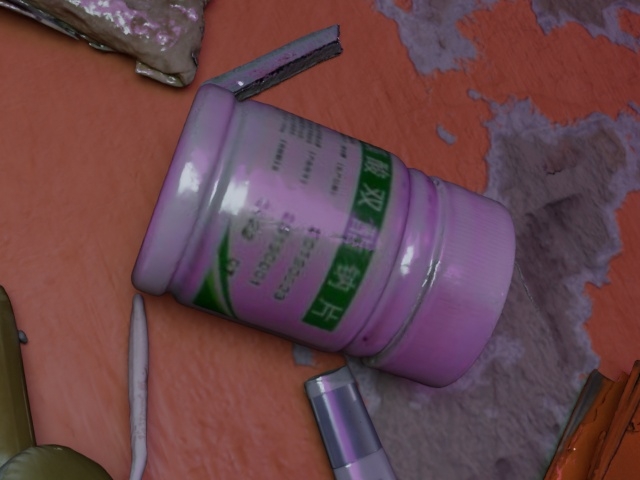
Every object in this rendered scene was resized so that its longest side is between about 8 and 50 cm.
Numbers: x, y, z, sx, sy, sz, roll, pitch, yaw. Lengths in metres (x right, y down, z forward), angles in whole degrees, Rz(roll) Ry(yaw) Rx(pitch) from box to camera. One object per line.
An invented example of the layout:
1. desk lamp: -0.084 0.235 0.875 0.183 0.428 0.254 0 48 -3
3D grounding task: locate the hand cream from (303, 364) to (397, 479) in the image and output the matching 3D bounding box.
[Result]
1. hand cream: 0.049 0.254 0.784 0.079 0.048 0.255 -18 80 -26

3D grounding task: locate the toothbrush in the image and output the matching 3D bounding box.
1. toothbrush: -0.158 0.170 0.688 0.029 0.025 0.307 0 48 -13

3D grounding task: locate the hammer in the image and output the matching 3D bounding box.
1. hammer: -0.267 0.167 0.654 0.113 0.202 0.305 13 43 -44

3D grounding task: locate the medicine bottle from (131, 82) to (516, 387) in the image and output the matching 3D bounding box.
1. medicine bottle: 0.000 0.000 0.761 0.325 0.212 0.212 21 67 -12

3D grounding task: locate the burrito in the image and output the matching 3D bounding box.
1. burrito: -0.272 -0.297 0.823 0.347 0.107 0.175 26 52 -13

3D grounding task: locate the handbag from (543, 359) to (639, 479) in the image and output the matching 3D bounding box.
1. handbag: 0.432 0.362 0.858 0.410 0.116 0.303 39 61 -5

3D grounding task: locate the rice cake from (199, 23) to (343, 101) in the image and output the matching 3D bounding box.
1. rice cake: -0.052 -0.203 0.908 0.207 0.033 0.033 -32 76 -27
